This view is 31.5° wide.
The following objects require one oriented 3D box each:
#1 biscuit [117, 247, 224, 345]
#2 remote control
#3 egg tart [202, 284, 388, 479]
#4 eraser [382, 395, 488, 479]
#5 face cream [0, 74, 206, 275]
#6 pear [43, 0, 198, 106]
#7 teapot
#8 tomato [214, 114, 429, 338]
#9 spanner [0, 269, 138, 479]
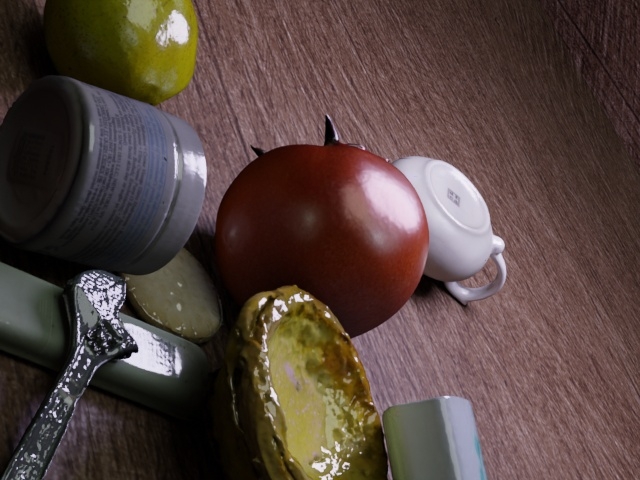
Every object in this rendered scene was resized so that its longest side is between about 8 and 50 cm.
[{"bbox_3d":[-0.166,0.051,1.258,0.152,0.020,0.152,36,30,-25],"label":"biscuit"},{"bbox_3d":[-0.228,0.094,1.093,0.309,0.038,0.090,28,38,-36],"label":"remote control"},{"bbox_3d":[-0.031,0.185,1.155,0.294,0.123,0.294,51,27,-39],"label":"egg tart"},{"bbox_3d":[0.138,0.317,1.183,0.189,0.104,0.290,42,36,-70],"label":"eraser"},{"bbox_3d":[-0.227,-0.063,1.138,0.153,0.177,0.177,18,41,-44],"label":"face cream"},{"bbox_3d":[-0.242,-0.251,1.356,0.198,0.198,0.198,36,30,-25],"label":"pear"},{"bbox_3d":[0.175,-0.014,1.731,0.300,0.166,0.208,48,19,-20],"label":"teapot"},{"bbox_3d":[0.000,0.000,1.333,0.255,0.255,0.225,24,50,-41],"label":"tomato"},{"bbox_3d":[-0.231,0.141,0.992,0.093,0.026,0.325,42,38,-19],"label":"spanner"}]
